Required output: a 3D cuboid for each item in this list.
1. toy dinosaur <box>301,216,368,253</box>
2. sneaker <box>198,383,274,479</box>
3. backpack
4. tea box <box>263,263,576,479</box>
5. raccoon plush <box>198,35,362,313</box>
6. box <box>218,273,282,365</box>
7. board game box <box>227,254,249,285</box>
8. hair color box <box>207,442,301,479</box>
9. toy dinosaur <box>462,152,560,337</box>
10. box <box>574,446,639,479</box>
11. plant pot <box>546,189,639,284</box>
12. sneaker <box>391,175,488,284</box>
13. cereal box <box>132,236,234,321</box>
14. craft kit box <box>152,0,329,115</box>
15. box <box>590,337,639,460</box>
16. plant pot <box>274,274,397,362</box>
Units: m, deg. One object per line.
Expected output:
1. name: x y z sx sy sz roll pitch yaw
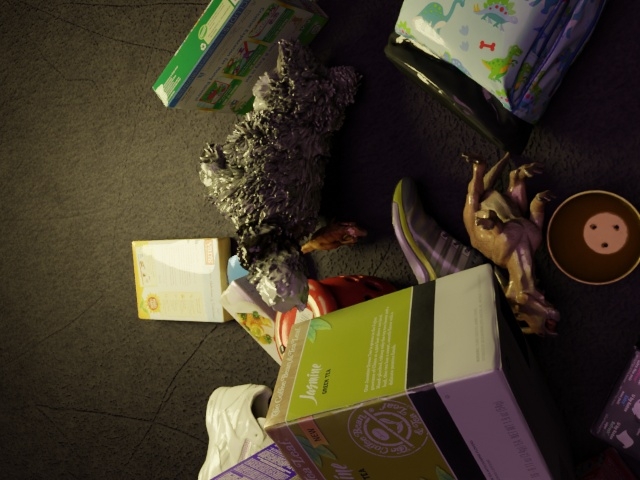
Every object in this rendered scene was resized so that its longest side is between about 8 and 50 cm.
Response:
1. toy dinosaur: 0.000 0.000 1.289 0.211 0.112 0.064 -28 85 37
2. sneaker: -0.149 0.417 1.370 0.152 0.114 0.305 -17 58 23
3. backpack: 0.274 -0.356 1.034 0.355 0.273 0.290 -49 63 11
4. tea box: 0.151 0.259 1.011 0.323 0.220 0.329 -20 117 22
5. raccoon plush: -0.016 -0.124 1.195 0.299 0.216 0.446 -53 46 24
6. box: -0.056 0.197 1.349 0.324 0.067 0.063 43 118 13
7. board game box: -0.104 0.073 1.405 0.168 0.033 0.133 -25 89 32
8. hair color box: -0.094 0.476 1.257 0.110 0.339 0.185 16 103 31
9. toy dinosaur: 0.266 -0.007 1.077 0.127 0.296 0.200 -2 132 -2
10. box: 0.453 0.480 1.040 0.142 0.154 0.300 -43 72 27
11. plant pot: 0.411 -0.008 1.051 0.134 0.095 0.134 3 97 30
12. sneaker: 0.208 0.026 1.186 0.121 0.111 0.300 -24 82 12
13. cereal box: -0.289 0.081 1.506 0.240 0.047 0.173 -1 94 30
14. craft kit box: -0.135 -0.332 1.260 0.250 0.246 0.061 -46 69 25
15. box: 0.532 0.250 0.963 0.270 0.165 0.143 28 108 26
16. plant pot: 0.026 0.151 1.223 0.191 0.174 0.191 -11 76 53
